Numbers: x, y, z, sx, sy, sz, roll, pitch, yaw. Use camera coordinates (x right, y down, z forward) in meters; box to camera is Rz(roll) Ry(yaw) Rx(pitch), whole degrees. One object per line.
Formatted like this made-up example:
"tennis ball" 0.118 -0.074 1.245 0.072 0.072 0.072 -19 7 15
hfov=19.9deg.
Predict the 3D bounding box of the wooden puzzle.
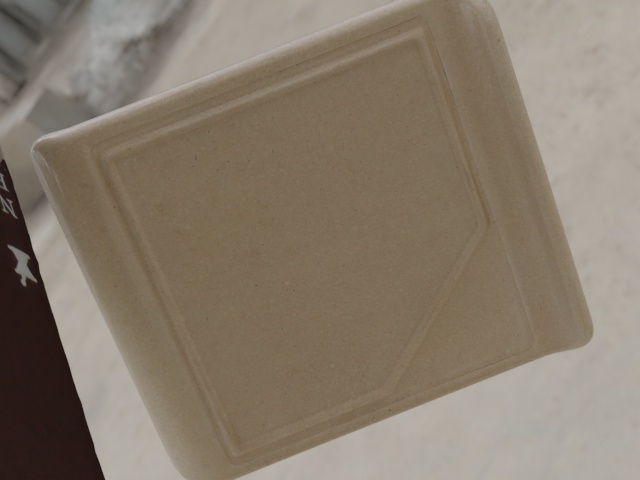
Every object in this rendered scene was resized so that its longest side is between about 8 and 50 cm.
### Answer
"wooden puzzle" 0.000 0.000 0.936 0.239 0.221 0.044 -19 28 4

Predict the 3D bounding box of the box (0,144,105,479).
"box" -0.212 0.044 0.759 0.143 0.191 0.381 -32 58 16
